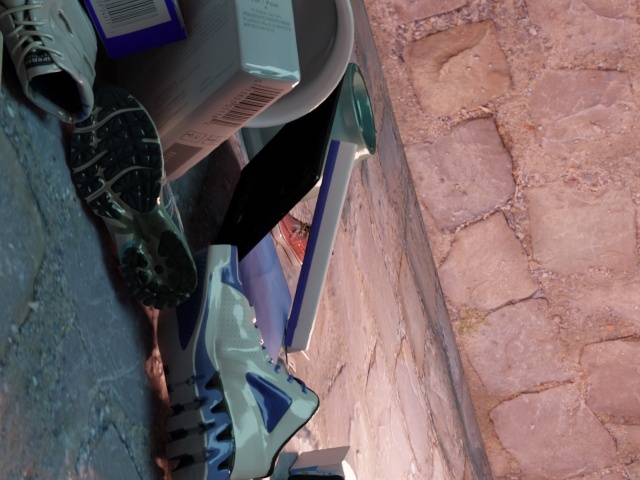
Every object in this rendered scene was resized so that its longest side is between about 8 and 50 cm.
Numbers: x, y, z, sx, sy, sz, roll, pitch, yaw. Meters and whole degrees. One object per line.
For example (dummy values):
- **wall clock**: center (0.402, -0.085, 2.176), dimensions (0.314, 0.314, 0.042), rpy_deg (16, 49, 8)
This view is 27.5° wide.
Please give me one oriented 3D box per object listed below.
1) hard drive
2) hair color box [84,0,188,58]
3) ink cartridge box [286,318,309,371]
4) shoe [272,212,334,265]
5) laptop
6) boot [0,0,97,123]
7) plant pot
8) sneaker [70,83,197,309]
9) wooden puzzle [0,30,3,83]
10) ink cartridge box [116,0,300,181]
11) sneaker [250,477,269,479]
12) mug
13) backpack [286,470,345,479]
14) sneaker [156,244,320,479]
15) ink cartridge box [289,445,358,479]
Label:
- **hard drive**: center (0.000, 0.000, 2.054), dimensions (0.210, 0.040, 0.319), rpy_deg (-88, -169, -86)
- **hair color box**: center (-0.252, -0.410, 1.565), dimensions (0.185, 0.110, 0.339), rpy_deg (75, -2, -59)
- **ink cartridge box**: center (-0.040, 0.182, 2.290), dimensions (0.048, 0.028, 0.083), rpy_deg (55, 28, -59)
- **shoe**: center (-0.034, -0.017, 2.361), dimensions (0.178, 0.081, 0.064), rpy_deg (61, 22, -52)
- **laptop**: center (-0.032, 0.008, 2.055), dimensions (0.236, 0.408, 0.382), rpy_deg (38, 28, -15)
- **boot**: center (-0.303, -0.233, 1.402), dimensions (0.258, 0.095, 0.123), rpy_deg (58, 18, -58)
- **plant pot**: center (-0.011, -0.218, 2.373), dimensions (0.293, 0.196, 0.293), rpy_deg (-11, 90, -76)
- **sneaker**: center (-0.234, -0.058, 1.602), dimensions (0.122, 0.110, 0.283), rpy_deg (-115, -169, -69)
- **wooden puzzle**: center (-0.364, -0.177, 1.225), dimensions (0.239, 0.044, 0.221), rpy_deg (54, 28, -60)
- **ink cartridge box**: center (-0.158, -0.308, 1.653), dimensions (0.091, 0.308, 0.385), rpy_deg (10, 64, -33)
- **sneaker**: center (-0.119, 0.294, 1.796), dimensions (0.106, 0.078, 0.234), rpy_deg (-74, 152, -74)
- **mug**: center (-0.119, -0.383, 1.921), dimensions (0.328, 0.276, 0.374), rpy_deg (-101, 167, -69)
- **backpack**: center (-0.003, 0.427, 2.092), dimensions (0.084, 0.105, 0.114), rpy_deg (-79, 166, -65)
- **sneaker**: center (-0.103, 0.171, 1.687), dimensions (0.182, 0.127, 0.316), rpy_deg (5, 77, -36)
- **ink cartridge box**: center (0.015, 0.430, 2.186), dimensions (0.090, 0.092, 0.143), rpy_deg (-45, 124, -75)
